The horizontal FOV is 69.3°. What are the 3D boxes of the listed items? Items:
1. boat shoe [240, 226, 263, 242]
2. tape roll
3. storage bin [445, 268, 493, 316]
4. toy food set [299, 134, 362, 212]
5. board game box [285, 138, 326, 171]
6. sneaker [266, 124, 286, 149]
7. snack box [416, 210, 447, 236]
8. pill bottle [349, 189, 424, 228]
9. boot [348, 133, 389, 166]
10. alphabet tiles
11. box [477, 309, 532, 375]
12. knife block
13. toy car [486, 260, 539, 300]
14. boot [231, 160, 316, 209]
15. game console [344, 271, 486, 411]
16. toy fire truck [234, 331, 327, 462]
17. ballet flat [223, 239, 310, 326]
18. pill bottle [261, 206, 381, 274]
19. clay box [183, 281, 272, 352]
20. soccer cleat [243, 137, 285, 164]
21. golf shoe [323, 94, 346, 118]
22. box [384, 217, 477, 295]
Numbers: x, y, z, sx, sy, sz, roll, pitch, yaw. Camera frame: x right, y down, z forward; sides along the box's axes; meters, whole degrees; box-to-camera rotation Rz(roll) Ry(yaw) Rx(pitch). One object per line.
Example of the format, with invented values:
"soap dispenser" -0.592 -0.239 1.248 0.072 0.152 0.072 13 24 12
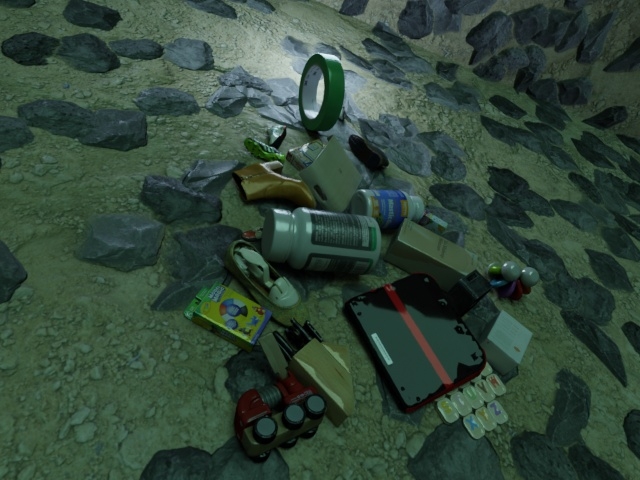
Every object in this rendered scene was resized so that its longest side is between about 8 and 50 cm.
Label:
"boat shoe" -0.204 -0.025 1.571 0.136 0.043 0.049 -7 56 -28
"tape roll" -0.002 -0.644 2.027 0.077 0.321 0.322 -2 51 -27
"storage bin" 0.490 0.197 1.591 0.122 0.180 0.084 -22 63 -38
"toy food set" 0.043 -0.259 1.829 0.220 0.092 0.306 53 38 -21
"board game box" -0.027 -0.343 1.939 0.147 0.045 0.193 44 47 17
"sneaker" -0.199 -0.437 1.949 0.075 0.057 0.161 13 45 10
"snack box" 0.413 -0.035 1.794 0.100 0.141 0.037 31 44 5
"pill bottle" 0.261 -0.119 1.792 0.271 0.152 0.152 -2 51 -25
"boot" 0.219 -0.400 2.103 0.106 0.082 0.219 3 41 -52
"alphabet tiles" 0.453 0.461 1.450 0.283 0.021 0.278 -12 56 -32
"box" 0.622 0.346 1.580 0.130 0.091 0.170 40 46 13
"knife block" -0.040 0.353 1.273 0.241 0.088 0.276 10 47 -15
"toy car" 0.731 0.160 1.783 0.181 0.159 0.137 17 82 -11
"boot" -0.176 -0.176 1.693 0.211 0.104 0.295 -26 60 -33
"game console" 0.303 0.299 1.466 0.341 0.060 0.387 -19 61 -21
"toy fire truck" -0.127 0.384 1.177 0.216 0.159 0.246 -13 45 -33
"ballet flat" -0.159 0.127 1.404 0.348 0.123 0.123 42 46 14
"pill bottle" 0.000 0.000 1.528 0.360 0.204 0.204 7 48 -20
"clay box" -0.264 0.210 1.324 0.221 0.053 0.127 29 44 1
"soccer cleat" -0.223 -0.361 1.862 0.178 0.060 0.072 28 36 -8
"golf shoe" 0.071 -0.657 2.267 0.085 0.068 0.186 -19 60 1
"box" 0.411 0.064 1.717 0.310 0.121 0.148 27 44 0
